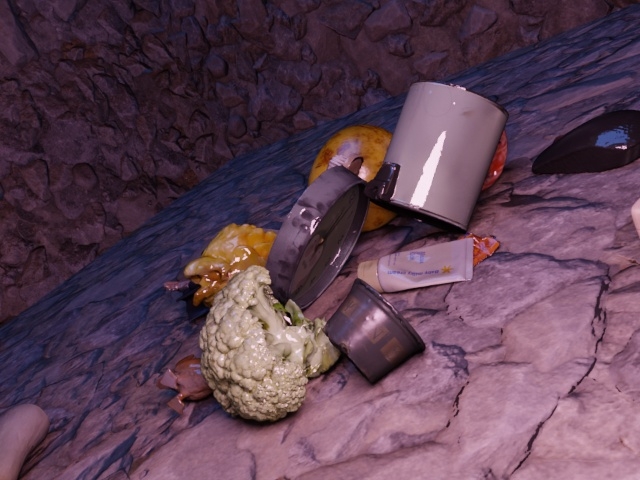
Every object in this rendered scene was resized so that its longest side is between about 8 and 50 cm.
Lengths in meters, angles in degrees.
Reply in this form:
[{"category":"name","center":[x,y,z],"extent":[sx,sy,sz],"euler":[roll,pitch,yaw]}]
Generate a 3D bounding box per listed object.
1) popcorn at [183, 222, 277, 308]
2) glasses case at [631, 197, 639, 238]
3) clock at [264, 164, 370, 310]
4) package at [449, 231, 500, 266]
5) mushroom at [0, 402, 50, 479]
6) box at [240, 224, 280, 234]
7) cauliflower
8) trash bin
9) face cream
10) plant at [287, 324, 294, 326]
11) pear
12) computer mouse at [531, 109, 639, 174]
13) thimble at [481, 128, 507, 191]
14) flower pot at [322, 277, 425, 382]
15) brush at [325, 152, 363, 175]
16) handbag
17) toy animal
[{"category":"popcorn","center":[-0.169,0.080,1.448],"extent":[0.266,0.233,0.192],"euler":[-8,10,-35]},{"category":"glasses case","center":[0.640,-0.101,1.014],"extent":[0.336,0.076,0.144],"euler":[-36,20,-25]},{"category":"clock","center":[-0.001,-0.001,1.349],"extent":[0.066,0.319,0.319],"euler":[29,45,18]},{"category":"package","center":[0.298,0.009,1.275],"extent":[0.077,0.033,0.111],"euler":[-20,21,-8]},{"category":"mushroom","center":[-0.656,0.454,1.320],"extent":[0.159,0.122,0.329],"euler":[-62,13,10]},{"category":"box","center":[-0.107,0.006,1.712],"extent":[0.247,0.033,0.129],"euler":[8,18,6]},{"category":"cauliflower","center":[-0.082,0.181,1.130],"extent":[0.250,0.275,0.272],"euler":[5,-25,-16]},{"category":"trash bin","center":[0.248,-0.171,1.367],"extent":[0.217,0.277,0.262],"euler":[20,90,53]},{"category":"face cream","center":[0.187,0.052,1.267],"extent":[0.224,0.070,0.114],"euler":[-14,38,26]},{"category":"plant","center":[-0.038,0.175,1.274],"extent":[0.102,0.051,0.051],"euler":[1,33,48]},{"category":"pear","center":[0.100,-0.154,1.651],"extent":[0.280,0.281,0.281],"euler":[-25,18,8]},{"category":"computer mouse","center":[0.588,-0.220,1.409],"extent":[0.168,0.087,0.295],"euler":[-40,19,-26]},{"category":"thimble","center":[0.332,-0.226,1.570],"extent":[0.239,0.239,0.162],"euler":[-22,14,15]},{"category":"flower pot","center":[0.076,0.151,1.031],"extent":[0.107,0.157,0.157],"euler":[-44,20,-9]},{"category":"brush","center":[0.021,-0.068,1.503],"extent":[0.065,0.327,0.070],"euler":[33,41,20]},{"category":"handbag","center":[-0.278,0.084,1.785],"extent":[0.269,0.118,0.326],"euler":[-26,15,6]},{"category":"toy animal","center":[-0.238,0.263,1.279],"extent":[0.188,0.089,0.179],"euler":[-12,6,41]}]
